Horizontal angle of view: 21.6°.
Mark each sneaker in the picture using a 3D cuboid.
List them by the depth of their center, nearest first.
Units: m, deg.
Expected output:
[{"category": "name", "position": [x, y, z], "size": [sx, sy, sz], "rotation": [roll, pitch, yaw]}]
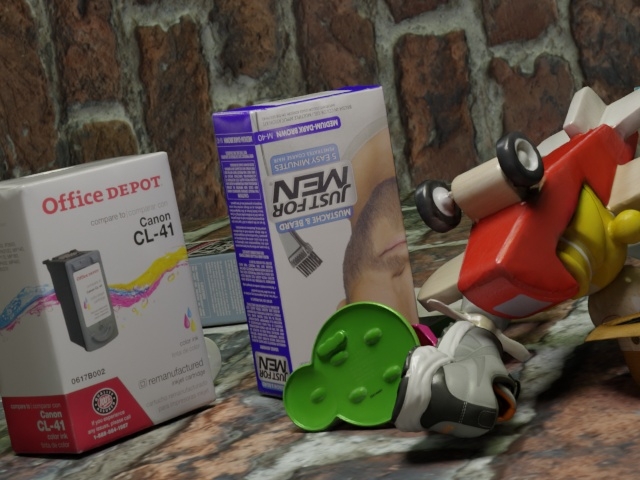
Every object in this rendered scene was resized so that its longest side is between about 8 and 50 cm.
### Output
[{"category": "sneaker", "position": [0.149, 0.149, 1.672], "size": [0.108, 0.100, 0.271], "rotation": [17, 11, 14]}]

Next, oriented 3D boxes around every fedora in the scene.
[{"category": "fedora", "position": [0.363, 0.106, 1.690], "size": [0.194, 0.079, 0.194], "rotation": [-15, 0, 0]}]

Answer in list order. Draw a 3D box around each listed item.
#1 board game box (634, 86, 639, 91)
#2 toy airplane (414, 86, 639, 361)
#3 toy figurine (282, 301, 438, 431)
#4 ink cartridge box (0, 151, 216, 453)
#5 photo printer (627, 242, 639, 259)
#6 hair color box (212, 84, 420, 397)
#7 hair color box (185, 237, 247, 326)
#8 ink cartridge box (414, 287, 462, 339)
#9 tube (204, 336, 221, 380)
[{"category": "board game box", "position": [0.628, -0.134, 2.517], "size": [0.336, 0.254, 0.079], "rotation": [-14, 8, -35]}, {"category": "toy airplane", "position": [0.299, -0.017, 1.864], "size": [0.384, 0.272, 0.386], "rotation": [-30, 0, -7]}, {"category": "toy figurine", "position": [0.066, 0.143, 1.814], "size": [0.173, 0.130, 0.159], "rotation": [-35, -18, 22]}, {"category": "ink cartridge box", "position": [-0.263, 0.069, 1.923], "size": [0.131, 0.306, 0.226], "rotation": [-3, 10, 44]}, {"category": "photo printer", "position": [0.549, -0.048, 2.082], "size": [0.256, 0.107, 0.307], "rotation": [12, -24, -43]}, {"category": "hair color box", "position": [0.000, 0.000, 1.972], "size": [0.185, 0.339, 0.110], "rotation": [-14, 10, -30]}, {"category": "hair color box", "position": [-0.069, 0.052, 2.571], "size": [0.374, 0.114, 0.185], "rotation": [-7, 8, 19]}, {"category": "ink cartridge box", "position": [0.159, 0.098, 2.134], "size": [0.235, 0.056, 0.171], "rotation": [-2, 11, 31]}, {"category": "tube", "position": [-0.224, 0.164, 2.160], "size": [0.240, 0.062, 0.070], "rotation": [-9, -38, 45]}]
